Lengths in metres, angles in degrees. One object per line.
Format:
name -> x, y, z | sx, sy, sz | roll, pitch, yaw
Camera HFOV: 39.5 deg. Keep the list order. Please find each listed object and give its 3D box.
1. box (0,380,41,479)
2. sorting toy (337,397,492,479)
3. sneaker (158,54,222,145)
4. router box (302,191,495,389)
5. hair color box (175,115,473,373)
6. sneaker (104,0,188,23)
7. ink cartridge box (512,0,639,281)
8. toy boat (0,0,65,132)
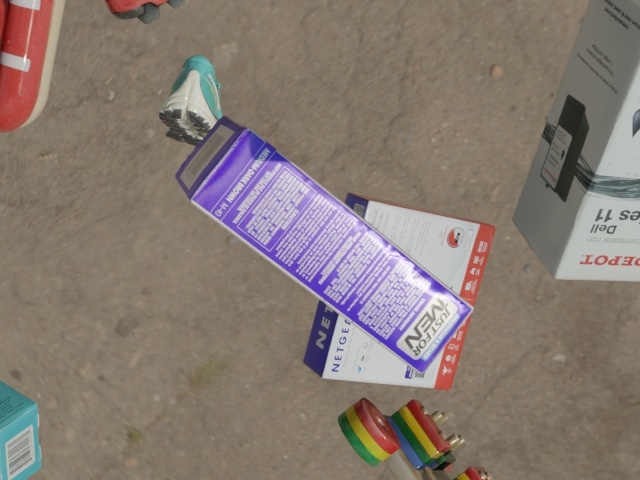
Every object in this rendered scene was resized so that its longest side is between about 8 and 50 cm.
box -> -0.430, 0.187, 1.027 | 0.060, 0.244, 0.101 | -35, 141, -49
sorting toy -> 0.107, 0.194, 0.739 | 0.046, 0.274, 0.132 | -39, 66, 7
sneaker -> -0.187, -0.211, 1.419 | 0.107, 0.275, 0.110 | 14, 82, -4
router box -> 0.150, 0.103, 1.672 | 0.301, 0.082, 0.336 | 10, 99, -31
hair color box -> 0.000, 0.000, 1.047 | 0.339, 0.185, 0.110 | 39, 91, -19
sneaker -> -0.105, -0.327, 0.846 | 0.276, 0.097, 0.135 | -32, 122, -7
ink cartridge box -> 0.249, -0.073, 0.645 | 0.153, 0.087, 0.208 | 1, 126, -14
toy boat -> -0.353, -0.224, 0.877 | 0.151, 0.151, 0.231 | 19, 104, 23
